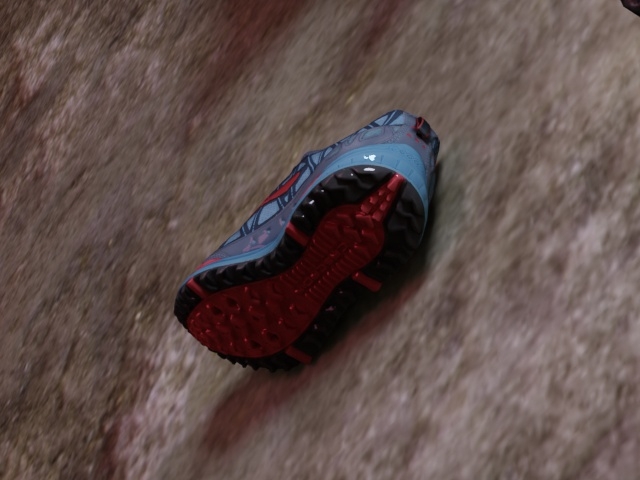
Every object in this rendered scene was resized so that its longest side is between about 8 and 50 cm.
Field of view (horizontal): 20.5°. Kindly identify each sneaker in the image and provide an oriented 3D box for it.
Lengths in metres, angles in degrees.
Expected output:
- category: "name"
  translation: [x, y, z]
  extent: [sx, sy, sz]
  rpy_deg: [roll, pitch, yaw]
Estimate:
- category: "sneaker"
  translation: [0.000, 0.000, 1.260]
  extent: [0.262, 0.104, 0.125]
  rpy_deg: [-36, 18, 41]

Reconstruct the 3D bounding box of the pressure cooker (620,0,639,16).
- category: "pressure cooker"
  translation: [0.235, -0.229, 0.563]
  extent: [0.375, 0.420, 0.370]
  rpy_deg: [-49, 26, 28]
